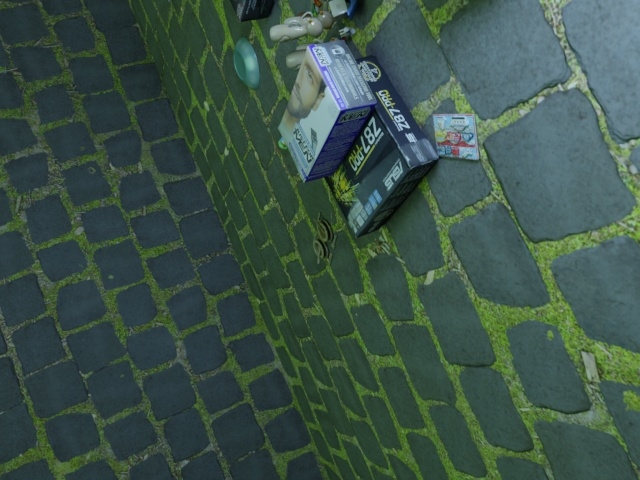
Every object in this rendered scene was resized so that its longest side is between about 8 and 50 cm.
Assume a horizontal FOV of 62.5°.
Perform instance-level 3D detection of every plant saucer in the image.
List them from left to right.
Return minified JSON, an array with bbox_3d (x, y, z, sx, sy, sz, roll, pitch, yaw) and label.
[{"bbox_3d":[-0.287,-0.659,1.979,0.195,0.038,0.194,47,150,39],"label":"plant saucer"}]

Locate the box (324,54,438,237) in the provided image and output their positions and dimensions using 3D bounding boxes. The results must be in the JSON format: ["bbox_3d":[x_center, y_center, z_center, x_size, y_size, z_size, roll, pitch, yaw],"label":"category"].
[{"bbox_3d":[0.118,-0.229,1.394,0.318,0.097,0.395,62,155,14],"label":"box"}]

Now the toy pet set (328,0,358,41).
[{"bbox_3d":[0.062,-0.572,1.298,0.114,0.065,0.122,-24,-84,-78],"label":"toy pet set"}]

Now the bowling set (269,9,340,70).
[{"bbox_3d":[-0.006,-0.518,1.342,0.287,0.154,0.199,46,-135,-65],"label":"bowling set"}]

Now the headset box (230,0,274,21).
[{"bbox_3d":[-0.223,-0.832,1.594,0.293,0.110,0.218,65,156,8],"label":"headset box"}]

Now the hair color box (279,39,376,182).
[{"bbox_3d":[0.004,-0.310,1.328,0.185,0.110,0.339,65,155,15],"label":"hair color box"}]

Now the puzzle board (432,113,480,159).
[{"bbox_3d":[0.289,-0.224,1.138,0.128,0.011,0.096,23,130,59],"label":"puzzle board"}]

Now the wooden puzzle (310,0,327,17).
[{"bbox_3d":[-0.006,-0.624,1.428,0.078,0.014,0.116,47,149,39],"label":"wooden puzzle"}]

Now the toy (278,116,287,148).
[{"bbox_3d":[-0.100,-0.378,1.791,0.136,0.056,0.237,63,156,8],"label":"toy"}]

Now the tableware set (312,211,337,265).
[{"bbox_3d":[0.000,0.000,1.923,0.128,0.039,0.194,55,154,28],"label":"tableware set"}]

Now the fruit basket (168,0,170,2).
[{"bbox_3d":[-0.420,-0.978,1.657,0.327,0.166,0.352,167,121,-74],"label":"fruit basket"}]
